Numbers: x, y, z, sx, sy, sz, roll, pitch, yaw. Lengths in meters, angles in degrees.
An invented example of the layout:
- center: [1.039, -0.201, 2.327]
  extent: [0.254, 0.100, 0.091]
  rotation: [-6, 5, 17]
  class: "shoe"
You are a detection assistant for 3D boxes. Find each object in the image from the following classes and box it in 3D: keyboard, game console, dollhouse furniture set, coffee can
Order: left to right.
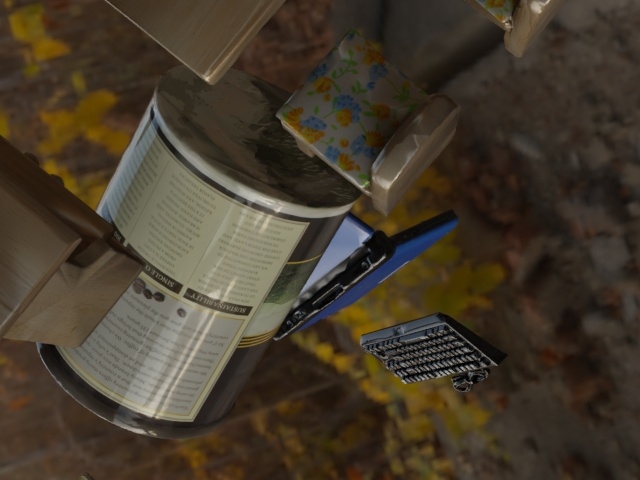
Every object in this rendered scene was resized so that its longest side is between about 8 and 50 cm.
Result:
- center: [-0.094, -0.145, 0.887]
  extent: [0.362, 0.394, 0.256]
  rotation: [39, 178, 5]
  class: "dollhouse furniture set"
- center: [-0.110, 0.011, 1.423]
  extent: [0.275, 0.201, 0.201]
  rotation: [-59, 43, 29]
  class: "coffee can"
- center: [0.000, 0.000, 2.220]
  extent: [0.293, 0.250, 0.173]
  rotation: [-39, 80, 46]
  class: "game console"
- center: [0.115, 0.116, 1.554]
  extent: [0.108, 0.023, 0.180]
  rotation: [34, 159, -15]
  class: "keyboard"

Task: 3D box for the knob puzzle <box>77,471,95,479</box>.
- center: [-0.275, 0.413, 1.981]
  extent: [0.213, 0.030, 0.213]
  rotation: [7, 106, 25]
  class: "knob puzzle"
